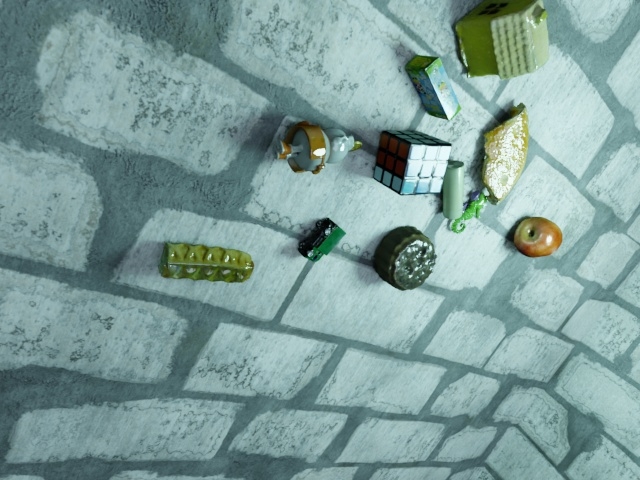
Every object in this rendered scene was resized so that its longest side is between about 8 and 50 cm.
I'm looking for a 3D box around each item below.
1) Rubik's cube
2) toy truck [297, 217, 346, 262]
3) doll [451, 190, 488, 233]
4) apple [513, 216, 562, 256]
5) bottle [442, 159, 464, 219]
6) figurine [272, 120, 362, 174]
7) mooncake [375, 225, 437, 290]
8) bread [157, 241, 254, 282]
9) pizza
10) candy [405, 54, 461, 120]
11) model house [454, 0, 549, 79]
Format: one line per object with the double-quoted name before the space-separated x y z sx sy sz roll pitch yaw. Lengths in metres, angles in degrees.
"Rubik's cube" 0.280 -0.240 1.295 0.162 0.163 0.161 -6 119 -27
"toy truck" 0.000 0.000 1.339 0.147 0.065 0.079 -48 131 1
"doll" 0.566 -0.105 1.595 0.190 0.050 0.115 -43 121 2
"apple" 0.912 -0.011 1.761 0.199 0.199 0.199 -13 121 -22
"bottle" 0.470 -0.178 1.489 0.072 0.072 0.202 -21 125 -17
"figurine" 0.001 -0.250 1.158 0.271 0.143 0.144 6 113 -29
"mooncake" 0.310 0.068 1.507 0.228 0.124 0.229 -12 120 -22
"bread" -0.316 0.067 1.193 0.269 0.098 0.087 8 154 -31
"pizza" 0.652 -0.303 1.503 0.182 0.074 0.366 -2 110 -10
"candy" 0.337 -0.453 1.250 0.062 0.097 0.194 -46 128 -3
"model house" 0.533 -0.575 1.201 0.174 0.234 0.194 -35 125 -7
